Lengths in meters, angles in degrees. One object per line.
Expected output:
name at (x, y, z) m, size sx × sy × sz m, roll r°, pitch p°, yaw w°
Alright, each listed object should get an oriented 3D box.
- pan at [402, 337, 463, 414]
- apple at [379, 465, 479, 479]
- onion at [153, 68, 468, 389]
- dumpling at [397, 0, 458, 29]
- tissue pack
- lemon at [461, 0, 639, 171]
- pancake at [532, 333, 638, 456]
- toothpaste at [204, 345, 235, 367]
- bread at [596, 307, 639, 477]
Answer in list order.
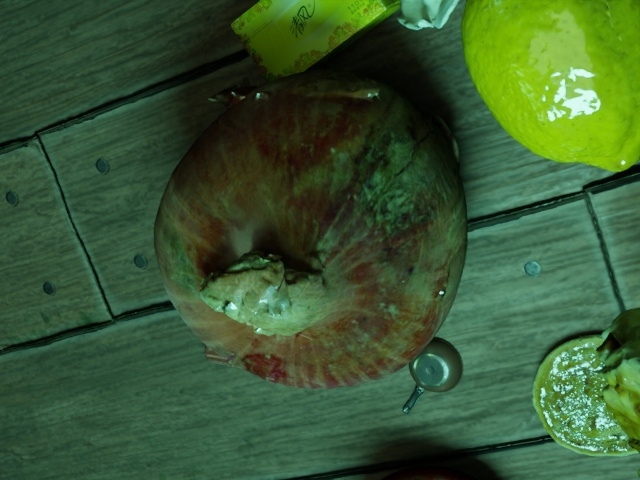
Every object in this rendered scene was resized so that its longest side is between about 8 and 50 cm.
pan at (0.123, 0.168, 1.530) m, size 0.068 × 0.023 × 0.115 m, roll 34°, pitch 120°, yaw 12°
apple at (0.128, 0.376, 1.491) m, size 0.218 × 0.218 × 0.201 m, roll 22°, pitch 124°, yaw 19°
onion at (-0.009, -0.016, 1.385) m, size 0.353 × 0.353 × 0.354 m, roll 9°, pitch 112°, yaw 25°
dumpling at (0.131, -0.308, 1.282) m, size 0.155 × 0.111 × 0.181 m, roll 23°, pitch 126°, yaw 58°
tissue pack at (-0.004, -0.251, 1.427) m, size 0.176 × 0.062 × 0.095 m, roll -32°, pitch 91°, yaw 32°
lemon at (0.241, -0.188, 1.239) m, size 0.204 × 0.204 × 0.260 m, roll -22°, pitch 92°, yaw 32°
pancake at (0.312, 0.175, 1.429) m, size 0.158 × 0.028 × 0.158 m, roll 8°, pitch 110°, yaw 22°
toothpaste at (-0.111, 0.050, 1.606) m, size 0.062 × 0.039 × 0.239 m, roll 13°, pitch 115°, yaw 16°
bread at (0.414, 0.212, 1.246) m, size 0.191 × 0.314 × 0.370 m, roll -37°, pitch 87°, yaw -2°
